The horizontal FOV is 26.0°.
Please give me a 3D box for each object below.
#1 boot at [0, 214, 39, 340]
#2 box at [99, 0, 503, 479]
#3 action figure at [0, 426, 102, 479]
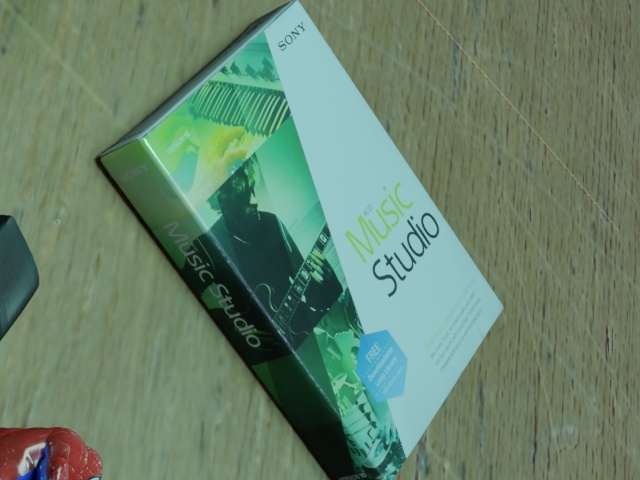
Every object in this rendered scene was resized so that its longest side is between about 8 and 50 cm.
[{"bbox_3d":[-0.292,0.025,0.718,0.280,0.096,0.264,-54,142,-40],"label":"boot"},{"bbox_3d":[0.000,0.000,1.076,0.322,0.058,0.232,54,44,-14],"label":"box"},{"bbox_3d":[-0.205,0.166,0.719,0.280,0.091,0.139,-1,87,-60],"label":"action figure"}]
